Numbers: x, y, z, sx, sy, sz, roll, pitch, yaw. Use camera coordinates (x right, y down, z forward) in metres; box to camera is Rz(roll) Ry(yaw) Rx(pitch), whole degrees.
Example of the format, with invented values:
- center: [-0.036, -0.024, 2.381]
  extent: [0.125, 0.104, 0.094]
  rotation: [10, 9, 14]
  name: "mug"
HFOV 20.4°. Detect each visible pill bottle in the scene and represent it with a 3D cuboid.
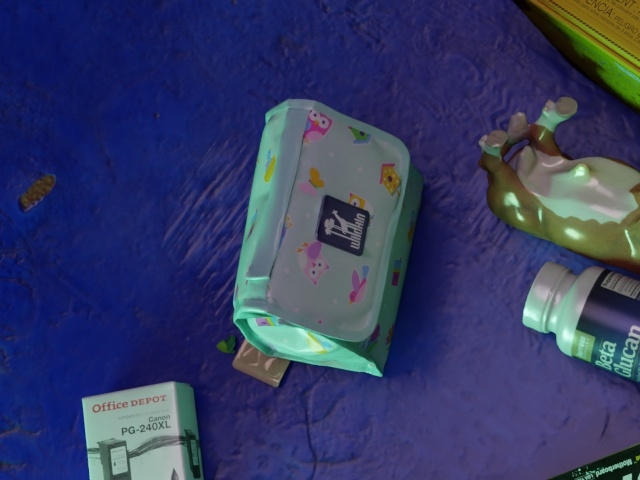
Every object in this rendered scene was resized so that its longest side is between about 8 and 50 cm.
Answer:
- center: [0.289, 0.081, 1.737]
  extent: [0.169, 0.094, 0.094]
  rotation: [21, 86, 19]
  name: "pill bottle"

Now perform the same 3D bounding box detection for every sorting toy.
- center: [-0.067, 0.112, 1.879]
  extent: [0.083, 0.012, 0.062]
  rotation: [23, 84, 19]
  name: "sorting toy"

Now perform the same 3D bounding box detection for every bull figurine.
- center: [0.295, -0.035, 1.722]
  extent: [0.310, 0.188, 0.101]
  rotation: [15, 60, 24]
  name: "bull figurine"

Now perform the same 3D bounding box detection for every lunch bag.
- center: [0.000, 0.000, 1.744]
  extent: [0.160, 0.262, 0.223]
  rotation: [9, 77, 16]
  name: "lunch bag"

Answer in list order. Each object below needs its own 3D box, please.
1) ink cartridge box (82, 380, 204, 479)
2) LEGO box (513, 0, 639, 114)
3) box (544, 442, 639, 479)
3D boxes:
- center: [-0.185, 0.229, 1.862]
  extent: [0.109, 0.063, 0.150]
  rotation: [-11, 76, 14]
  name: "ink cartridge box"
- center: [0.455, -0.237, 1.600]
  extent: [0.372, 0.193, 0.500]
  rotation: [-48, 45, 3]
  name: "LEGO box"
- center: [0.284, 0.329, 1.619]
  extent: [0.322, 0.079, 0.257]
  rotation: [-30, 68, 43]
  name: "box"
